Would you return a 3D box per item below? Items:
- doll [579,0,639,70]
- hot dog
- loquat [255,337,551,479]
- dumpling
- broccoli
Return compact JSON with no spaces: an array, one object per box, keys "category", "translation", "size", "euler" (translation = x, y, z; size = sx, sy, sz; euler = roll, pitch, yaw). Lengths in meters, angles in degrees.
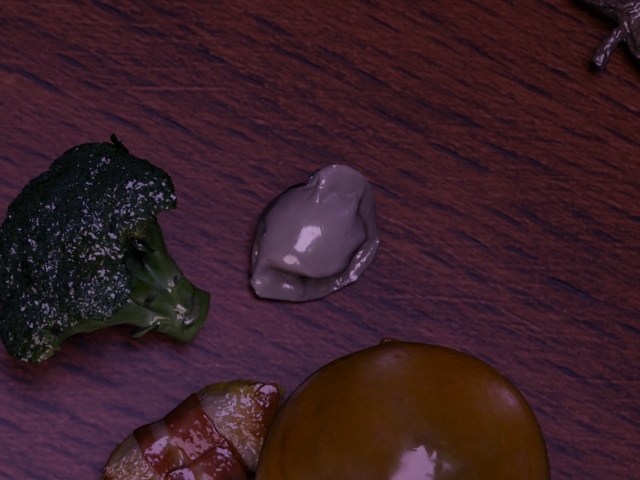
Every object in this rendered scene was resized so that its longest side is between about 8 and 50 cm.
[{"category":"doll","translation":[0.446,-0.259,1.911],"size":[0.203,0.091,0.286],"euler":[-5,85,-1]},{"category":"hot dog","translation":[-0.146,0.244,1.629],"size":[0.261,0.093,0.123],"euler":[-28,87,-2]},{"category":"loquat","translation":[0.082,0.255,1.574],"size":[0.328,0.328,0.359],"euler":[-13,34,-15]},{"category":"dumpling","translation":[0.000,-0.001,1.736],"size":[0.150,0.092,0.176],"euler":[33,64,-16]},{"category":"broccoli","translation":[-0.242,0.035,1.619],"size":[0.269,0.254,0.269],"euler":[-8,110,-22]}]
